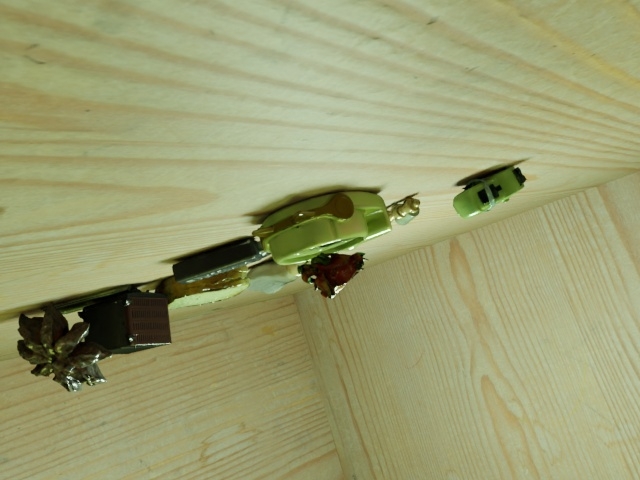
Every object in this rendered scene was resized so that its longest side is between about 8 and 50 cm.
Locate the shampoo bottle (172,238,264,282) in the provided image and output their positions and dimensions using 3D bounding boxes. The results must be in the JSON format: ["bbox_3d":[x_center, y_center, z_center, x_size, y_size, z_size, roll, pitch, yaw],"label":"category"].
[{"bbox_3d":[-0.253,0.049,1.606,0.310,0.071,0.098,-17,171,5],"label":"shampoo bottle"}]

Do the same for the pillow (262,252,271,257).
[{"bbox_3d":[-0.209,0.041,1.734,0.150,0.048,0.090,-20,-179,-1],"label":"pillow"}]

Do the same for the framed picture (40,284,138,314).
[{"bbox_3d":[-0.731,0.194,1.844,0.275,0.017,0.217,-15,172,-8],"label":"framed picture"}]

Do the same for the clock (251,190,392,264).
[{"bbox_3d":[-0.008,-0.025,1.426,0.286,0.117,0.348,-22,171,30],"label":"clock"}]

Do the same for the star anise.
[{"bbox_3d":[-0.788,0.338,1.736,0.332,0.331,0.117,-20,-156,21],"label":"star anise"}]

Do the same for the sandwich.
[{"bbox_3d":[-0.416,0.165,2.002,0.301,0.099,0.271,-8,165,-30],"label":"sandwich"}]

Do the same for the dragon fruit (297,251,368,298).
[{"bbox_3d":[0.033,0.078,1.428,0.175,0.142,0.138,19,129,-20],"label":"dragon fruit"}]

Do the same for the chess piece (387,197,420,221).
[{"bbox_3d":[0.235,-0.088,1.731,0.060,0.060,0.172,-10,167,-40],"label":"chess piece"}]

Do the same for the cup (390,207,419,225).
[{"bbox_3d":[0.269,-0.092,1.824,0.054,0.075,0.083,-53,-175,-25],"label":"cup"}]

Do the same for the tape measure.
[{"bbox_3d":[0.481,-0.137,1.707,0.175,0.106,0.200,-28,-179,-30],"label":"tape measure"}]

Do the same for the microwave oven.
[{"bbox_3d":[-0.626,0.265,1.835,0.248,0.188,0.178,-16,168,32],"label":"microwave oven"}]

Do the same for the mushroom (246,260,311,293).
[{"bbox_3d":[-0.160,0.125,2.160,0.159,0.122,0.329,-22,176,-37],"label":"mushroom"}]
